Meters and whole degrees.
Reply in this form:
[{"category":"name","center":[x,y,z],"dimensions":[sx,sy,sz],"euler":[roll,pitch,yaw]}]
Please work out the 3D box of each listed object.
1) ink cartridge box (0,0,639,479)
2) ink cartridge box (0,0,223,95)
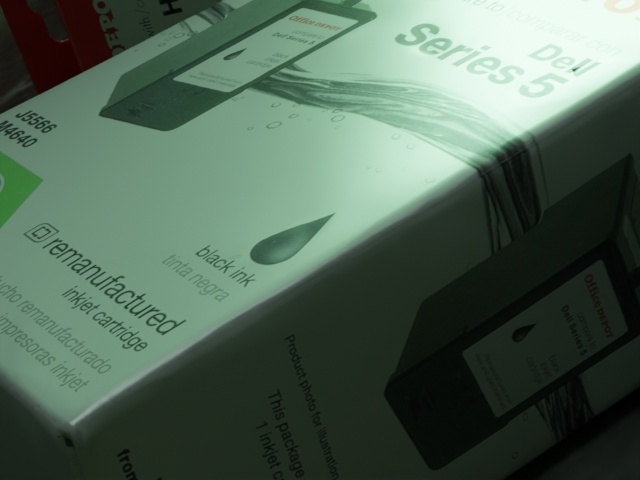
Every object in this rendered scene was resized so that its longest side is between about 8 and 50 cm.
[{"category":"ink cartridge box","center":[0.000,0.000,0.669],"dimensions":[0.273,0.114,0.198],"euler":[-31,33,-22]},{"category":"ink cartridge box","center":[-0.039,-0.112,0.855],"dimensions":[0.231,0.134,0.078],"euler":[-12,31,11]}]
